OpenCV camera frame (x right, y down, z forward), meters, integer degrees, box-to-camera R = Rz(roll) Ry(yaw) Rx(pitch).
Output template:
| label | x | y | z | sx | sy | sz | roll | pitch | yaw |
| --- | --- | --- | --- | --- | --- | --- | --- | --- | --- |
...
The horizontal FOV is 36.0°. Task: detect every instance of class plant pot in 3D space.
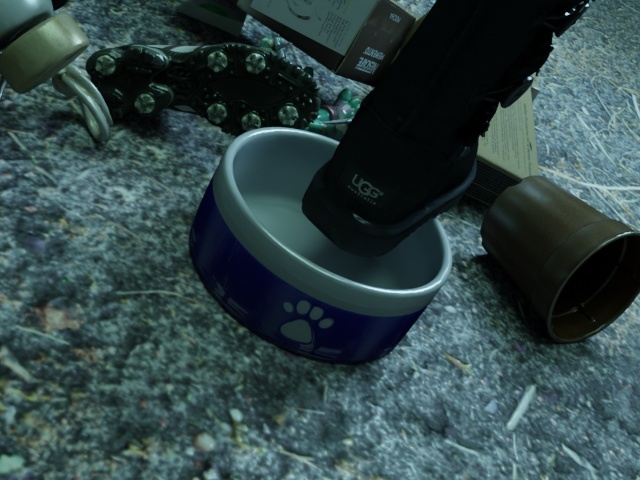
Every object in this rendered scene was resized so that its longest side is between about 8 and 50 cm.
| label | x | y | z | sx | sy | sz | roll | pitch | yaw |
| --- | --- | --- | --- | --- | --- | --- | --- | --- | --- |
| plant pot | 0.297 | 0.012 | 1.231 | 0.167 | 0.167 | 0.165 | 1 | 35 | -39 |

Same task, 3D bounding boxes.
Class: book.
| label | x | y | z | sx | sy | sz | roll | pitch | yaw |
| --- | --- | --- | --- | --- | --- | --- | --- | --- | --- |
| book | -0.155 | -0.364 | 1.501 | 0.096 | 0.035 | 0.144 | 21 | 34 | -9 |

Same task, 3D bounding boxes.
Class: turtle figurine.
| label | x | y | z | sx | sy | sz | roll | pitch | yaw |
| --- | --- | --- | --- | --- | --- | --- | --- | --- | --- |
| turtle figurine | -0.029 | -0.176 | 1.257 | 0.175 | 0.118 | 0.234 | 48 | 17 | 1 |

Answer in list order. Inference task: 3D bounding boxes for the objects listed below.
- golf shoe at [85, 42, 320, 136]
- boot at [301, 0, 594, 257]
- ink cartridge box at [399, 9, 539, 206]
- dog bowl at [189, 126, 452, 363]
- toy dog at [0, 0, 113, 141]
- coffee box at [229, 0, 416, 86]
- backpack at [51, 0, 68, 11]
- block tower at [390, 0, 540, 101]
| label | x | y | z | sx | sy | sz | roll | pitch | yaw |
| --- | --- | --- | --- | --- | --- | --- | --- | --- | --- |
| golf shoe | -0.130 | -0.190 | 1.148 | 0.272 | 0.105 | 0.120 | 8 | 21 | 3 |
| boot | 0.180 | -0.223 | 0.976 | 0.146 | 0.445 | 0.367 | 32 | 31 | 3 |
| ink cartridge box | 0.209 | -0.186 | 1.392 | 0.193 | 0.088 | 0.235 | 24 | 53 | -32 |
| dog bowl | 0.000 | 0.000 | 1.041 | 0.264 | 0.104 | 0.265 | 22 | 32 | -15 |
| toy dog | -0.334 | -0.192 | 0.955 | 0.161 | 0.334 | 0.220 | -34 | 81 | -13 |
| coffee box | -0.034 | -0.347 | 1.377 | 0.297 | 0.119 | 0.168 | 37 | 14 | 18 |
| backpack | -0.477 | -0.382 | 1.079 | 0.290 | 0.273 | 0.355 | 52 | 16 | 28 |
| block tower | 0.195 | -0.300 | 1.641 | 0.335 | 0.097 | 0.091 | 23 | 32 | -8 |
